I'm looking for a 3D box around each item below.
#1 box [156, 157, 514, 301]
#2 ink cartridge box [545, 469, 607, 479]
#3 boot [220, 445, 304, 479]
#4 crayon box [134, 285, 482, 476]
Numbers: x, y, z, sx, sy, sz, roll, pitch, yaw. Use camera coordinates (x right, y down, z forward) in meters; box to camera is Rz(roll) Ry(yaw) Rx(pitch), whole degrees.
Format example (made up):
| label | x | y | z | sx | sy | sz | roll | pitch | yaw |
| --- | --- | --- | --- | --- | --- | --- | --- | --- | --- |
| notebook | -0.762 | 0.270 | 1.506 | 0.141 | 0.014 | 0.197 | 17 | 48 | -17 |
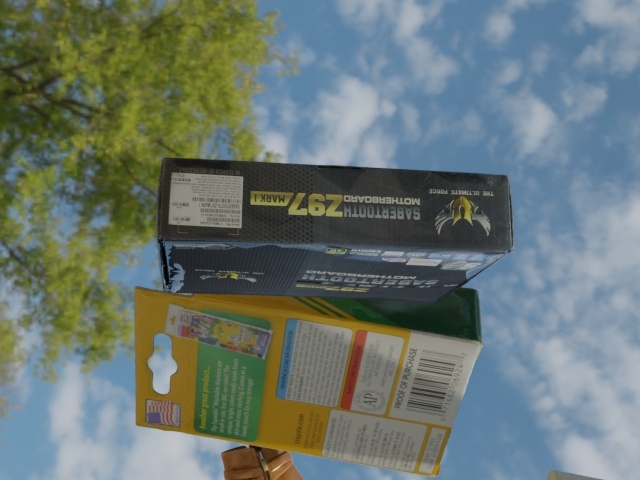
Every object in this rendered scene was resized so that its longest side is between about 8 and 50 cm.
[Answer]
| label | x | y | z | sx | sy | sz | roll | pitch | yaw |
| --- | --- | --- | --- | --- | --- | --- | --- | --- | --- |
| box | 0.000 | 0.000 | 0.639 | 0.183 | 0.232 | 0.059 | 124 | -32 | -74 |
| ink cartridge box | 0.335 | 0.415 | 1.002 | 0.233 | 0.168 | 0.171 | -85 | -170 | -62 |
| boot | -0.110 | 0.360 | 1.182 | 0.073 | 0.197 | 0.152 | -17 | -88 | 57 |
| crayon box | -0.019 | 0.121 | 0.882 | 0.083 | 0.322 | 0.203 | -81 | 180 | -51 |
